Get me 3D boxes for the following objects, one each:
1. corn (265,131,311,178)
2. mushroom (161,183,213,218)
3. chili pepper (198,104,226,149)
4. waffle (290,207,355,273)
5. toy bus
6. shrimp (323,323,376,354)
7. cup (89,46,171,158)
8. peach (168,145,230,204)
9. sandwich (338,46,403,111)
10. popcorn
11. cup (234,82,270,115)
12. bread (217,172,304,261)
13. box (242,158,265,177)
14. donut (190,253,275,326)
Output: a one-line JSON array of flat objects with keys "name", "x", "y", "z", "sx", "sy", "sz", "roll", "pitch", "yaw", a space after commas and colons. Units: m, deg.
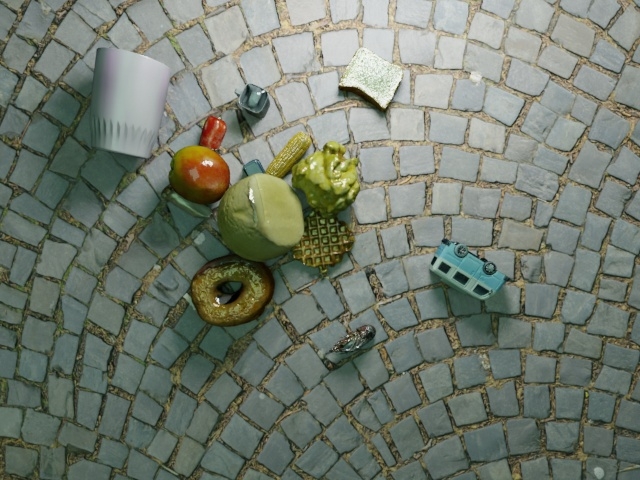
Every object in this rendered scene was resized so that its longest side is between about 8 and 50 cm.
[{"name": "corn", "x": -0.124, "y": -0.327, "z": 1.719, "sx": 0.080, "sy": 0.080, "sz": 0.238, "roll": 44, "pitch": 95, "yaw": -2}, {"name": "mushroom", "x": -0.518, "y": -0.150, "z": 1.735, "sx": 0.209, "sy": 0.071, "sz": 0.084, "roll": 34, "pitch": 62, "yaw": -4}, {"name": "chili pepper", "x": -0.407, "y": -0.439, "z": 1.712, "sx": 0.086, "sy": 0.084, "sz": 0.191, "roll": 17, "pitch": 98, "yaw": -17}, {"name": "waffle", "x": 0.000, "y": 0.000, "z": 1.752, "sx": 0.244, "sy": 0.059, "sz": 0.237, "roll": 34, "pitch": 95, "yaw": 1}, {"name": "toy bus", "x": 0.566, "y": 0.121, "z": 1.716, "sx": 0.272, "sy": 0.133, "sz": 0.164, "roll": 32, "pitch": 97, "yaw": 1}, {"name": "shrimp", "x": 0.117, "y": 0.404, "z": 1.747, "sx": 0.233, "sy": 0.090, "sz": 0.079, "roll": -24, "pitch": 126, "yaw": -9}, {"name": "cup", "x": -0.703, "y": -0.499, "z": 1.624, "sx": 0.254, "sy": 0.253, "sz": 0.370, "roll": 10, "pitch": 94, "yaw": -1}, {"name": "peach", "x": -0.448, "y": -0.241, "z": 1.649, "sx": 0.231, "sy": 0.231, "sz": 0.230, "roll": 0, "pitch": 93, "yaw": 0}, {"name": "sandwich", "x": 0.197, "y": -0.621, "z": 1.712, "sx": 0.215, "sy": 0.065, "sz": 0.186, "roll": 30, "pitch": 92, "yaw": -2}, {"name": "popcorn", "x": 0.037, "y": -0.222, "z": 1.653, "sx": 0.242, "sy": 0.235, "sz": 0.250, "roll": -37, "pitch": 82, "yaw": 24}, {"name": "cup", "x": -0.261, "y": -0.533, "z": 1.683, "sx": 0.128, "sy": 0.129, "sz": 0.095, "roll": 25, "pitch": 92, "yaw": -1}, {"name": "bread", "x": -0.222, "y": -0.084, "z": 1.641, "sx": 0.321, "sy": 0.237, "sz": 0.320, "roll": 12, "pitch": 71, "yaw": -40}, {"name": "box", "x": -0.258, "y": -0.266, "z": 1.733, "sx": 0.074, "sy": 0.054, "sz": 0.099, "roll": -27, "pitch": 93, "yaw": 3}, {"name": "donut", "x": -0.343, "y": 0.191, "z": 1.710, "sx": 0.299, "sy": 0.150, "sz": 0.317, "roll": 37, "pitch": 92, "yaw": 1}]
